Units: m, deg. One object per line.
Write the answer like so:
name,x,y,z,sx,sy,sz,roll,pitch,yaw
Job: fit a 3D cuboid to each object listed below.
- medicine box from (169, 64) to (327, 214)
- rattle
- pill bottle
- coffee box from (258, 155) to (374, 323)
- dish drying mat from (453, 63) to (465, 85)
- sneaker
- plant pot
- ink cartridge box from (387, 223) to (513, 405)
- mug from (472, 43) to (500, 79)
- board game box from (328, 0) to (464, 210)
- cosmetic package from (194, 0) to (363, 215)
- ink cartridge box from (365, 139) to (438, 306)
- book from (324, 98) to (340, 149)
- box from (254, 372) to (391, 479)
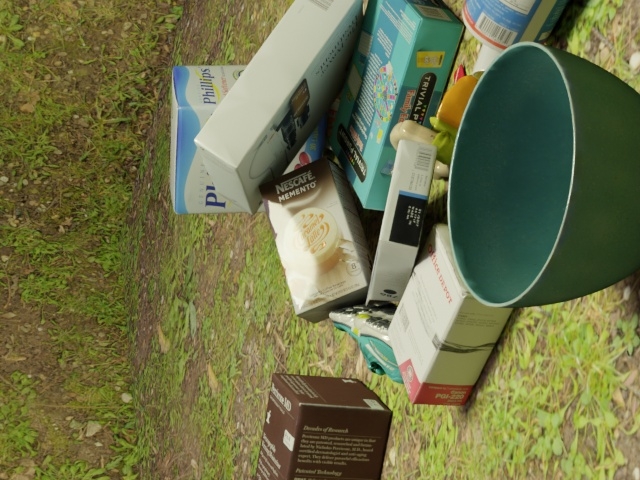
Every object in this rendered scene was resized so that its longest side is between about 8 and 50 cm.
medicine box,-0.148,-0.197,2.511,0.149,0.289,0.263,-106,17,-48
rattle,0.179,-0.163,1.975,0.200,0.130,0.143,67,-145,-74
pill bottle,0.280,-0.359,1.658,0.221,0.124,0.124,117,152,-43
coffee box,0.000,0.000,2.207,0.098,0.141,0.246,30,-141,-65
dish drying mat,0.217,-0.229,1.970,0.032,0.008,0.083,129,142,-56
sneaker,0.086,0.164,2.094,0.275,0.107,0.110,-155,59,-72
plant pot,0.291,-0.062,1.423,0.290,0.195,0.290,-174,90,-70
ink cartridge box,0.185,0.107,1.833,0.158,0.092,0.218,-107,28,-48
mug,0.248,-0.259,1.817,0.078,0.062,0.064,-5,72,64
board game box,0.119,-0.255,2.149,0.254,0.079,0.336,-115,36,-57
cosmetic package,-0.060,-0.253,2.235,0.377,0.097,0.284,-56,-9,-10
ink cartridge box,0.122,-0.013,1.964,0.333,0.065,0.165,97,-176,-72
book,0.035,-0.220,2.457,0.144,0.035,0.096,-148,60,-68
box,0.001,0.349,2.167,0.168,0.167,0.203,-146,64,-69
